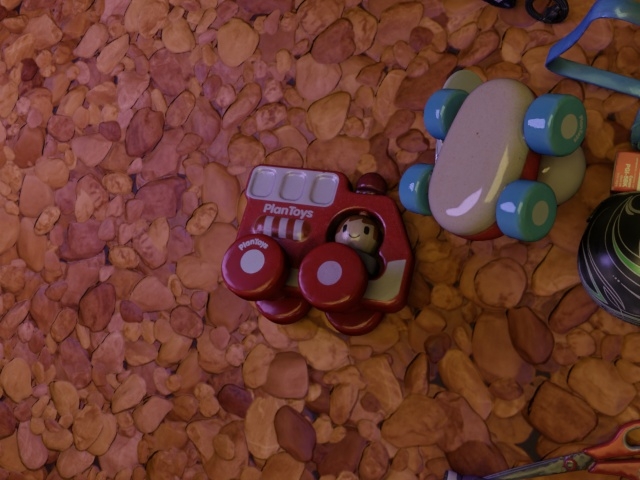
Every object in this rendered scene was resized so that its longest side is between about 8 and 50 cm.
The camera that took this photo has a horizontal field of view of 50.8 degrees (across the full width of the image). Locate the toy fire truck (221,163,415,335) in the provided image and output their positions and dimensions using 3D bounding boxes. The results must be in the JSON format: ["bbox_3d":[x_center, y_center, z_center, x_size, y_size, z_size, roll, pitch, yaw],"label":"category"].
[{"bbox_3d":[0.000,0.000,1.059,0.302,0.169,0.254,6,70,21],"label":"toy fire truck"}]

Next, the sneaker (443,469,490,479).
[{"bbox_3d":[0.219,0.483,0.961,0.124,0.107,0.283,7,92,13],"label":"sneaker"}]

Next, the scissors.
[{"bbox_3d":[0.372,0.304,0.958,0.297,0.021,0.109,-3,88,22],"label":"scissors"}]

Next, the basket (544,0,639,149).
[{"bbox_3d":[0.446,-0.211,0.844,0.289,0.255,0.201,16,94,3],"label":"basket"}]

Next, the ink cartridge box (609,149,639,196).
[{"bbox_3d":[0.463,-0.082,0.902,0.135,0.099,0.056,9,92,22],"label":"ink cartridge box"}]

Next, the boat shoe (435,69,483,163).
[{"bbox_3d":[0.204,-0.137,1.017,0.079,0.081,0.227,0,93,-6],"label":"boat shoe"}]

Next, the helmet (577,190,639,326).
[{"bbox_3d":[0.424,0.032,0.878,0.169,0.169,0.161,9,74,22],"label":"helmet"}]

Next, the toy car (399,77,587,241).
[{"bbox_3d":[0.276,-0.085,0.914,0.219,0.238,0.210,20,93,55],"label":"toy car"}]

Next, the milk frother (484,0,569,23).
[{"bbox_3d":[0.315,-0.409,0.997,0.143,0.129,0.135,25,98,-22],"label":"milk frother"}]
